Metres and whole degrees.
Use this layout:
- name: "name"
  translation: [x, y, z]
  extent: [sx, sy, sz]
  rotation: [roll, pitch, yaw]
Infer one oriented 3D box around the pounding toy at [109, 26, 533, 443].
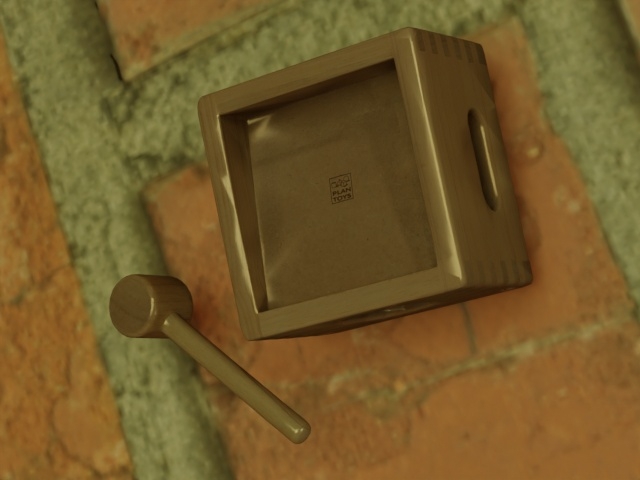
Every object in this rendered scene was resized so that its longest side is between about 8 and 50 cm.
- name: "pounding toy"
  translation: [-0.003, 0.010, 0.901]
  extent: [0.206, 0.094, 0.181]
  rotation: [-16, 82, 29]
